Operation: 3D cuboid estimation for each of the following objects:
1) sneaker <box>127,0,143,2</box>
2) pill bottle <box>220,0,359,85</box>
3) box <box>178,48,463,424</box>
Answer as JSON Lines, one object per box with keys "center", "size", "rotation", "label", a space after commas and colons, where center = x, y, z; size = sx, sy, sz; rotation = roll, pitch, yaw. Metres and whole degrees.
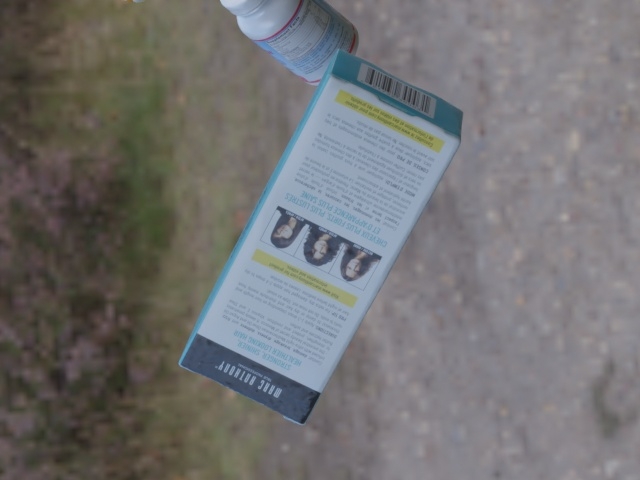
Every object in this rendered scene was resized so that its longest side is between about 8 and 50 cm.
{"center": [-0.108, -0.334, 1.579], "size": [0.321, 0.127, 0.126], "rotation": [-58, -14, 2], "label": "sneaker"}
{"center": [-0.037, -0.248, 2.233], "size": [0.087, 0.160, 0.087], "rotation": [-26, 46, 31], "label": "pill bottle"}
{"center": [0.000, 0.000, 1.364], "size": [0.244, 0.100, 0.060], "rotation": [-61, 5, 23], "label": "box"}
